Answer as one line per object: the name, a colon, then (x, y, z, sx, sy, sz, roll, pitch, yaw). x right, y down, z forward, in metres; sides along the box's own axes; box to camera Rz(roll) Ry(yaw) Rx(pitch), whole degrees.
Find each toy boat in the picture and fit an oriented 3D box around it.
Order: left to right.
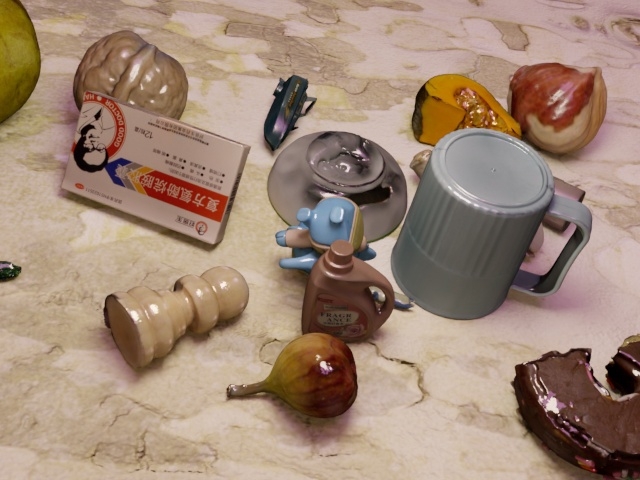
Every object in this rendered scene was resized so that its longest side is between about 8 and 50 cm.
toy boat: (-0.080, -0.296, 1.908, 0.103, 0.093, 0.246, 29, 46, -14)

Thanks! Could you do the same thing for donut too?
donut: (0.539, 0.307, 1.459, 0.345, 0.136, 0.259, -13, 54, -21)

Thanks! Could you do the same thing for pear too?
pear: (-0.785, -0.396, 1.697, 0.352, 0.352, 0.413, 10, 49, -2)

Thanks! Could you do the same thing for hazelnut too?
hazelnut: (0.600, -0.342, 1.991, 0.261, 0.241, 0.261, 25, 26, -13)

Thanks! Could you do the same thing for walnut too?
walnut: (-0.421, -0.336, 1.781, 0.248, 0.248, 0.248, 6, 47, -6)

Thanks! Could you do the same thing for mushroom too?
mushroom: (0.348, -0.090, 1.795, 0.351, 0.109, 0.097, 33, 66, 16)

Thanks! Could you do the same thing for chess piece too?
chess piece: (-0.251, 0.120, 1.473, 0.261, 0.142, 0.143, -22, 56, -33)

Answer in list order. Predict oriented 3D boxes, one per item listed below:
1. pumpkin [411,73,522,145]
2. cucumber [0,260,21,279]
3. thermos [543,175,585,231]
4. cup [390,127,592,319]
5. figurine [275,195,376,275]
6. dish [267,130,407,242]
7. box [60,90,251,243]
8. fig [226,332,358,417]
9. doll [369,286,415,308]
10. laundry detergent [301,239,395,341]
pumpkin: (0.342, -0.282, 1.948, 0.190, 0.139, 0.280, -10, 48, -25)
cucumber: (-0.695, 0.053, 1.497, 0.257, 0.043, 0.044, 3, 53, -10)
thermos: (0.510, -0.117, 1.863, 0.193, 0.105, 0.137, 30, 46, 22)
cup: (0.322, -0.015, 1.583, 0.257, 0.311, 0.331, -31, 61, -32)
figurine: (0.002, -0.003, 1.551, 0.180, 0.262, 0.153, -20, 68, 4)
dish: (0.047, -0.149, 1.776, 0.324, 0.124, 0.324, 6, 48, -6)
box: (-0.341, -0.151, 1.644, 0.353, 0.214, 0.069, 21, 12, 8)
fig: (-0.044, 0.228, 1.409, 0.231, 0.143, 0.160, 12, 16, 9)
doll: (0.131, 0.112, 1.622, 0.125, 0.027, 0.037, 16, 40, 3)
laundry detergent: (0.058, 0.093, 1.482, 0.171, 0.237, 0.076, 6, 47, -8)
